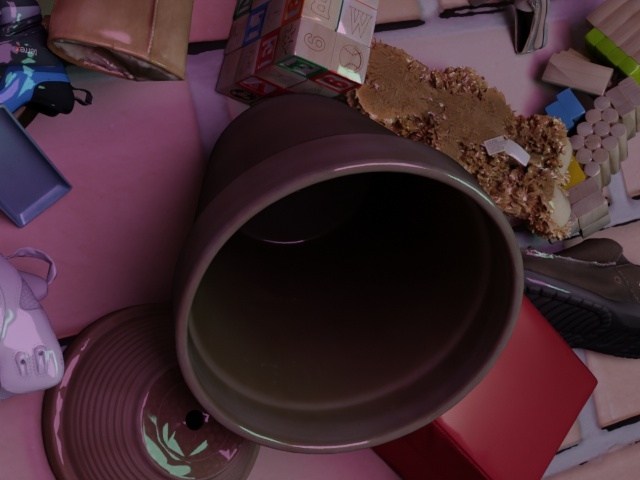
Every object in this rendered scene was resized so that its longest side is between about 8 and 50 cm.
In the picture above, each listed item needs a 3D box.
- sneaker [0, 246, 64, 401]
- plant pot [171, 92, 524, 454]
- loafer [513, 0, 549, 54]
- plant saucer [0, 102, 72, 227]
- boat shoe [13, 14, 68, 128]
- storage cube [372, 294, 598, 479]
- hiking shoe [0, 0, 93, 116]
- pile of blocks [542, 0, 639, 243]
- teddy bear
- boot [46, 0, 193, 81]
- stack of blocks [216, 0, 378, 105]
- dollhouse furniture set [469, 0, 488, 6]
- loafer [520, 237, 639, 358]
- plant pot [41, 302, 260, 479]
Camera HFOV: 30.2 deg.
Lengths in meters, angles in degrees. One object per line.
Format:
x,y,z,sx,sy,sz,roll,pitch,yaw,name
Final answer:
-0.350,0.155,1.051,0.210,0.137,0.366,13,75,-26,sneaker
0.000,0.000,1.169,0.323,0.280,0.323,-7,123,-11,plant pot
0.263,-0.291,1.501,0.039,0.045,0.125,-31,133,-20,loafer
-0.289,-0.069,1.098,0.067,0.192,0.018,-39,69,-7,plant saucer
-0.289,-0.164,1.180,0.045,0.050,0.135,30,76,0,boat shoe
0.153,0.166,1.327,0.193,0.184,0.215,46,64,-20,storage cube
-0.362,-0.104,1.070,0.304,0.113,0.132,-33,107,-14,hiking shoe
0.356,-0.157,1.546,0.362,0.149,0.112,-63,158,-11,pile of blocks
0.160,-0.112,1.389,0.338,0.113,0.245,8,64,-27,teddy bear
-0.128,-0.277,1.156,0.236,0.089,0.269,13,72,-17,boot
-0.007,-0.300,1.288,0.087,0.171,0.297,20,74,-28,stack of blocks
0.272,-0.424,1.362,0.174,0.355,0.303,47,63,-19,dollhouse furniture set
0.324,0.063,1.490,0.366,0.134,0.130,15,54,-39,loafer
-0.149,0.179,1.188,0.237,0.110,0.237,3,84,-30,plant pot
